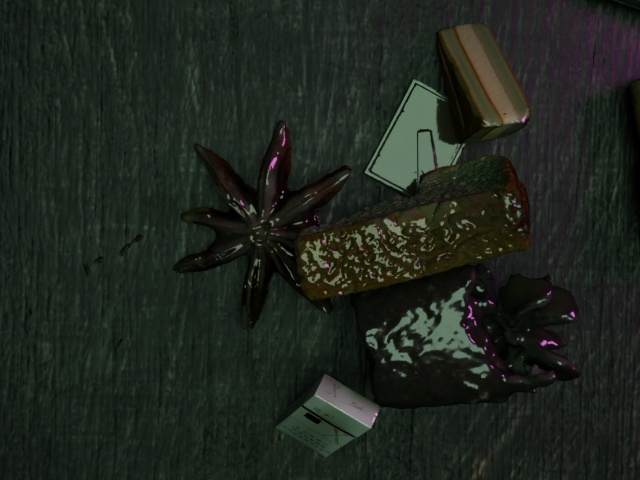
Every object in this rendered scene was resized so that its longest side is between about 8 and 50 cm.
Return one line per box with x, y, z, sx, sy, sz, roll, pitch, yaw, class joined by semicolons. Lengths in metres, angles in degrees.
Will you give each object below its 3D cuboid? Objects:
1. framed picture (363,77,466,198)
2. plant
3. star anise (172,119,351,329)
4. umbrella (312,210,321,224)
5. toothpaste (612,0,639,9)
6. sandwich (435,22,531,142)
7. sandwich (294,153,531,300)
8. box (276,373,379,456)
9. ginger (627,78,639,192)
0.140;-0.132;1.329;0.109;0.011;0.149;28;89;-5;framed picture
0.183;0.109;1.248;0.276;0.199;0.188;-9;96;2;plant
-0.075;-0.017;1.276;0.288;0.088;0.288;1;95;7;star anise
0.002;-0.001;1.314;0.020;0.031;0.083;-10;90;27;umbrella
0.510;-0.333;1.331;0.392;0.061;0.099;21;92;-4;toothpaste
0.215;-0.220;1.275;0.079;0.113;0.163;-10;87;-9;sandwich
0.121;-0.017;1.218;0.288;0.254;0.100;-15;102;9;sandwich
0.008;0.229;1.258;0.084;0.154;0.040;34;58;-4;box
0.489;-0.111;1.316;0.109;0.116;0.263;-7;87;-45;ginger
